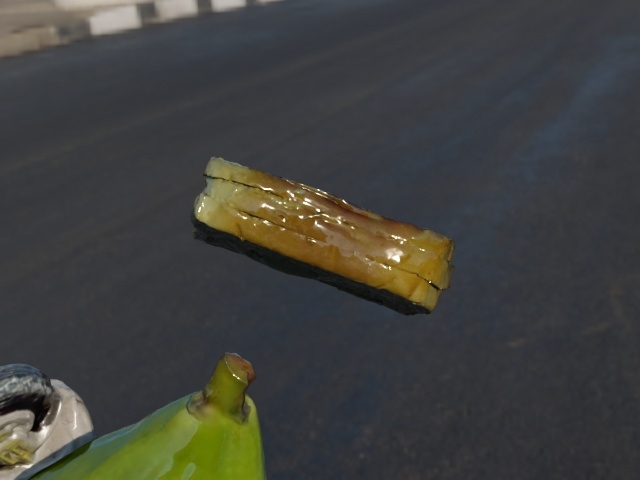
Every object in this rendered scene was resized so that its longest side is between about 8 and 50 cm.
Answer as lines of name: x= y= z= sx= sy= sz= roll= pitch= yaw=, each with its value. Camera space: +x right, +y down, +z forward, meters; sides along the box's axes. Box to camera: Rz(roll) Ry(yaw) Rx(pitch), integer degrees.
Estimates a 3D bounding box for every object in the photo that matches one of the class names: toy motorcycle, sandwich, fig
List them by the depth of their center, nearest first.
fig: x=-0.113 y=0.241 z=0.847 sx=0.314 sy=0.233 sz=0.233 roll=-33 pitch=-3 yaw=29
toy motorcycle: x=-0.286 y=0.210 z=1.048 sx=0.108 sy=0.341 sz=0.223 roll=53 pitch=24 yaw=22
sandwich: x=0.000 y=0.000 z=1.476 sx=0.301 sy=0.099 sz=0.271 roll=21 pitch=-2 yaw=-1
